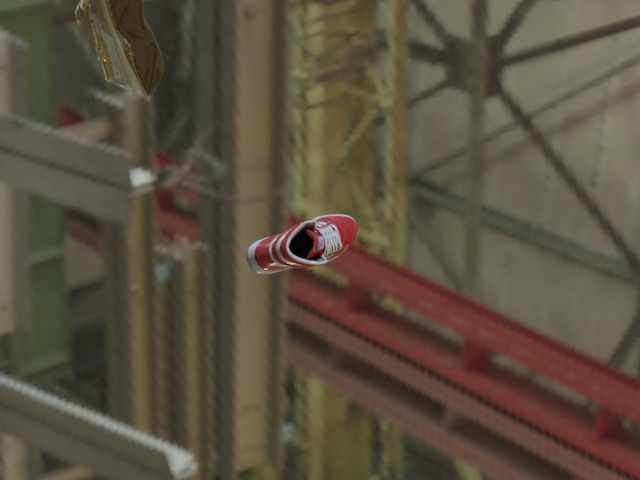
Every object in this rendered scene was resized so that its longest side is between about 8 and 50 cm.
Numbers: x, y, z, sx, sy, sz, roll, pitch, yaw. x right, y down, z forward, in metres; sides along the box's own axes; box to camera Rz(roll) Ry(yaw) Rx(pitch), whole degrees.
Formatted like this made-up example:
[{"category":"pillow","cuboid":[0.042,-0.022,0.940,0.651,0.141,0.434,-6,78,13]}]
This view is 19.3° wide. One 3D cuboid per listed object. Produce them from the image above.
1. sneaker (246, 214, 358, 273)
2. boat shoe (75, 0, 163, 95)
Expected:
[{"category":"sneaker","cuboid":[0.000,0.000,1.639,0.067,0.118,0.042,-17,-88,53]},{"category":"boat shoe","cuboid":[-0.154,-0.161,1.362,0.045,0.050,0.135,7,-45,23]}]
